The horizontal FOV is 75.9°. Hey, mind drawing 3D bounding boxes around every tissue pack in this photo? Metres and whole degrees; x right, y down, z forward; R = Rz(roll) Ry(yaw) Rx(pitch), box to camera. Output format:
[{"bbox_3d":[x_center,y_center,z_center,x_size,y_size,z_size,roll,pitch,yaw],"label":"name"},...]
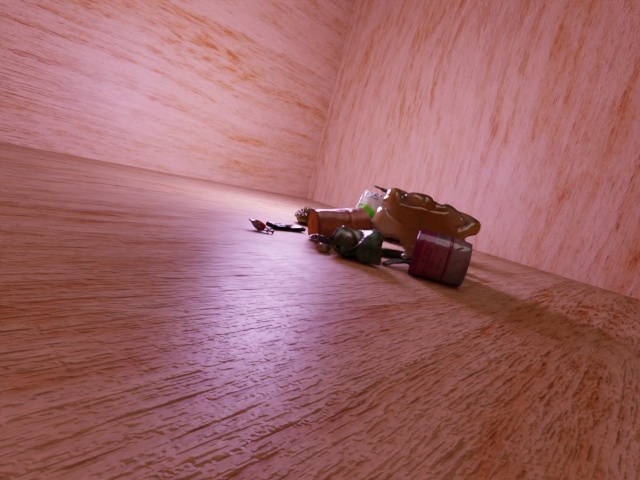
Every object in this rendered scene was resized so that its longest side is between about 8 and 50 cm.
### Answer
[{"bbox_3d":[0.450,-0.131,2.493,0.405,0.205,0.332,20,-12,22],"label":"tissue pack"}]

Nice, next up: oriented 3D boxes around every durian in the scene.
[{"bbox_3d":[-0.051,-0.125,2.202,0.208,0.102,0.147,26,8,38],"label":"durian"}]

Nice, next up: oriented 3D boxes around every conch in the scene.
[{"bbox_3d":[0.146,0.019,1.521,0.188,0.121,0.176,19,30,39],"label":"conch"}]

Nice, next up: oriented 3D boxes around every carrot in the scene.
[{"bbox_3d":[0.076,-0.049,1.780,0.255,0.195,0.196,-2,15,-26],"label":"carrot"}]

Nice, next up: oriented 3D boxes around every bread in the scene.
[{"bbox_3d":[0.434,-0.057,1.733,0.424,0.245,0.329,25,33,7],"label":"bread"}]

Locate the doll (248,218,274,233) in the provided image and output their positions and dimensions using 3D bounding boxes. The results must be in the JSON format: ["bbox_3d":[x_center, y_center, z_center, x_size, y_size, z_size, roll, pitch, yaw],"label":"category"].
[{"bbox_3d":[-0.237,-0.056,1.638,0.114,0.039,0.057,27,41,-3],"label":"doll"}]

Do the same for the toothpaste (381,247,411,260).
[{"bbox_3d":[0.353,0.062,1.842,0.248,0.046,0.078,10,5,-14],"label":"toothpaste"}]

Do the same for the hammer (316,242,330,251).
[{"bbox_3d":[0.002,0.026,1.549,0.053,0.031,0.083,15,-3,-20],"label":"hammer"}]

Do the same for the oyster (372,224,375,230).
[{"bbox_3d":[0.184,-0.085,2.399,0.252,0.087,0.199,14,-3,32],"label":"oyster"}]

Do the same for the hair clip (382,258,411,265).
[{"bbox_3d":[0.340,0.094,1.622,0.229,0.036,0.066,10,3,-27],"label":"hair clip"}]

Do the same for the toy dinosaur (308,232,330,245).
[{"bbox_3d":[0.001,-0.002,1.599,0.082,0.039,0.209,21,0,22],"label":"toy dinosaur"}]

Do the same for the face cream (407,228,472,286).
[{"bbox_3d":[0.436,0.064,1.506,0.195,0.175,0.175,17,9,13],"label":"face cream"}]

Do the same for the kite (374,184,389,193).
[{"bbox_3d":[0.430,-0.260,2.460,0.335,0.011,0.314,27,-10,-41],"label":"kite"}]

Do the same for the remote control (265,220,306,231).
[{"bbox_3d":[-0.152,-0.061,1.841,0.059,0.028,0.212,20,10,40],"label":"remote control"}]
